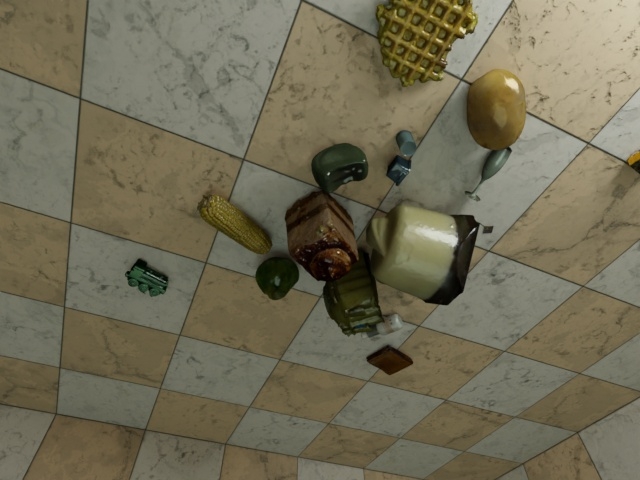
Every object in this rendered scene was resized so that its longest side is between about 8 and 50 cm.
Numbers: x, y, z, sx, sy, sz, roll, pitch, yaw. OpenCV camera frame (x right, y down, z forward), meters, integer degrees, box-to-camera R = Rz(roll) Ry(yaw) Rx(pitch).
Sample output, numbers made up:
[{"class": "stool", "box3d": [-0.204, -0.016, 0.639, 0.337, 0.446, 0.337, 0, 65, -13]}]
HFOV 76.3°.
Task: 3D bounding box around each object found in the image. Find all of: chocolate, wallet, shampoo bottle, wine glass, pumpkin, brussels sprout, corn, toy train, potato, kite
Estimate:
[{"class": "chocolate", "box3d": [0.309, 0.032, 1.381, 0.297, 0.326, 0.314, 18, 83, -17]}, {"class": "wallet", "box3d": [0.346, 0.598, 2.028, 0.195, 0.042, 0.161, 34, 126, -28]}, {"class": "shampoo bottle", "box3d": [0.274, 0.395, 1.838, 0.192, 0.074, 0.074, -27, 125, 22]}, {"class": "wine glass", "box3d": [0.555, -0.225, 1.344, 0.066, 0.066, 0.198, 15, 126, -13]}, {"class": "pumpkin", "box3d": [1.062, -0.256, 1.331, 0.083, 0.054, 0.074, 23, 130, -24]}, {"class": "brussels sprout", "box3d": [-0.172, 0.143, 1.585, 0.162, 0.144, 0.180, -7, 126, -42]}, {"class": "corn", "box3d": [-0.297, -0.050, 1.445, 0.106, 0.106, 0.305, -35, 122, 25]}, {"class": "toy train", "box3d": [-0.688, 0.155, 1.631, 0.170, 0.071, 0.111, 33, 114, -25]}, {"class": "potato", "box3d": [0.513, -0.375, 1.180, 0.150, 0.146, 0.233, -33, 128, -13]}, {"class": "kite", "box3d": [0.615, -0.044, 1.528, 0.078, 0.002, 0.044, 12, 128, -12]}]

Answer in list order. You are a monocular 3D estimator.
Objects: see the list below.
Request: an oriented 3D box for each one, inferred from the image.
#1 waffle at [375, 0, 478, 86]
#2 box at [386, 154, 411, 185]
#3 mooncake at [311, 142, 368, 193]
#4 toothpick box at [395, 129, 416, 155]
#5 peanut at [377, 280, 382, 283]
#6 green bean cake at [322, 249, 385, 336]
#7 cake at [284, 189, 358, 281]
[{"class": "waffle", "box3d": [0.283, -0.551, 1.079, 0.291, 0.051, 0.291, 1, 130, 1]}, {"class": "box", "box3d": [0.251, -0.229, 1.315, 0.054, 0.099, 0.074, 31, 123, -5]}, {"class": "mooncake", "box3d": [0.062, -0.222, 1.272, 0.175, 0.168, 0.104, 0, 132, 19]}, {"class": "toothpick box", "box3d": [0.265, -0.302, 1.260, 0.052, 0.083, 0.052, 0, 129, 0]}, {"class": "peanut", "box3d": [0.315, 0.145, 1.620, 0.214, 0.099, 0.099, 21, 126, -17]}, {"class": "green bean cake", "box3d": [0.125, 0.228, 1.546, 0.202, 0.310, 0.285, -14, 126, 8]}, {"class": "cake", "box3d": [0.000, 0.000, 1.372, 0.196, 0.293, 0.198, -28, 128, 20]}]
